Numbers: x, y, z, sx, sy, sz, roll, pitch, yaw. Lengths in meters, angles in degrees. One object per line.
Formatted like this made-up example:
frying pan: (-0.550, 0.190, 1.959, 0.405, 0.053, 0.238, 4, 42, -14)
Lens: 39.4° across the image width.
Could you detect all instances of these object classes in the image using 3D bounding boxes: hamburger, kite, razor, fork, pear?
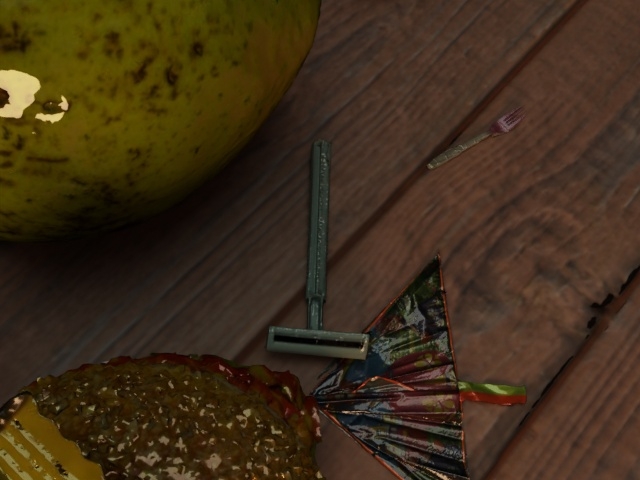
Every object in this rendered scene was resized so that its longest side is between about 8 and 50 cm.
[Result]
hamburger: (-0.121, 0.212, 0.580, 0.276, 0.179, 0.294, 6, 64, -3)
kite: (0.081, 0.115, 0.737, 0.184, 0.014, 0.241, 4, 63, -4)
razor: (-0.001, 0.003, 0.778, 0.084, 0.036, 0.211, 7, 58, -9)
fork: (0.148, -0.096, 0.848, 0.115, 0.012, 0.016, -31, 67, -13)
pear: (-0.186, -0.195, 0.683, 0.391, 0.391, 0.390, 2, 64, -4)

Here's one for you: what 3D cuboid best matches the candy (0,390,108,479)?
candy: (-0.184, 0.245, 0.441, 0.187, 0.081, 0.297, 43, 87, 1)
